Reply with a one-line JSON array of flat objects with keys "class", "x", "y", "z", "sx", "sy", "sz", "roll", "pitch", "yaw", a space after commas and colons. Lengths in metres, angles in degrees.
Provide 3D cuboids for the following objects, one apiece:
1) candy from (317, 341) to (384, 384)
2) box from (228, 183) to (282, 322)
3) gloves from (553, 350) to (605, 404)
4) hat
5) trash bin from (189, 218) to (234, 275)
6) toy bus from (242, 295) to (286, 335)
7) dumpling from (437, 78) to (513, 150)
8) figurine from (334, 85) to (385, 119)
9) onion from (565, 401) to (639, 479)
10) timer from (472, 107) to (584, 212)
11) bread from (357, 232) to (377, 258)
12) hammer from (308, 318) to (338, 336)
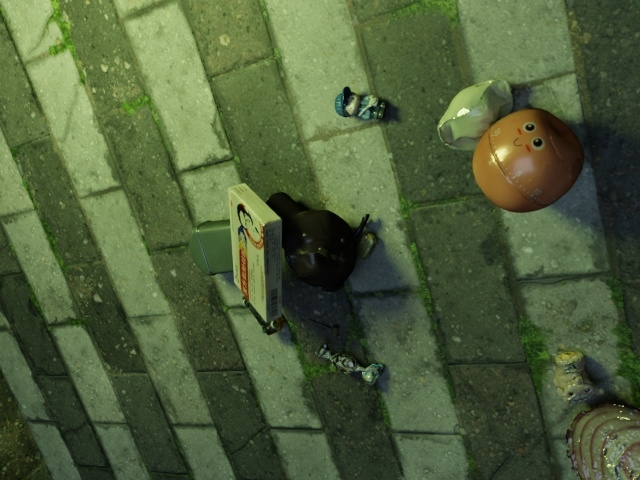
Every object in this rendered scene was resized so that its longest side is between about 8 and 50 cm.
[{"class": "candy", "x": 0.094, "y": 0.392, "z": 1.911, "sx": 0.226, "sy": 0.051, "sz": 0.094, "roll": 15, "pitch": 107, "yaw": 19}, {"class": "box", "x": -0.185, "y": 0.038, "z": 1.706, "sx": 0.214, "sy": 0.069, "sz": 0.353, "roll": 44, "pitch": 141, "yaw": 42}, {"class": "gloves", "x": 0.674, "y": 0.369, "z": 1.578, "sx": 0.110, "sy": 0.094, "sz": 0.144, "roll": -31, "pitch": 87, "yaw": 22}, {"class": "hat", "x": 0.004, "y": -0.030, "z": 1.673, "sx": 0.209, "sy": 0.238, "sz": 0.336, "roll": -37, "pitch": 81, "yaw": 36}, {"class": "trash bin", "x": -0.309, "y": 0.019, "z": 1.930, "sx": 0.236, "sy": 0.101, "sz": 0.177, "roll": -6, "pitch": 106, "yaw": 26}, {"class": "toy bus", "x": -0.187, "y": 0.232, "z": 1.969, "sx": 0.069, "sy": 0.074, "sz": 0.162, "roll": -27, "pitch": 99, "yaw": 41}, {"class": "dumpling", "x": 0.387, "y": -0.297, "z": 1.439, "sx": 0.181, "sy": 0.111, "sz": 0.155, "roll": -15, "pitch": 134, "yaw": 38}, {"class": "figurine", "x": 0.105, "y": -0.360, "z": 1.582, "sx": 0.136, "sy": 0.079, "sz": 0.077, "roll": 13, "pitch": 95, "yaw": -1}, {"class": "onion", "x": 0.816, "y": 0.544, "z": 1.560, "sx": 0.280, "sy": 0.146, "sz": 0.314, "roll": 41, "pitch": 127, "yaw": 36}, {"class": "timer", "x": 0.473, "y": -0.184, "z": 1.361, "sx": 0.230, "sy": 0.229, "sz": 0.215, "roll": 49, "pitch": 125, "yaw": 1}, {"class": "bread", "x": 0.134, "y": 0.014, "z": 1.735, "sx": 0.049, "sy": 0.033, "sz": 0.088, "roll": 31, "pitch": 120, "yaw": 14}, {"class": "hammer", "x": 0.007, "y": 0.278, "z": 1.923, "sx": 0.110, "sy": 0.019, "sz": 0.036, "roll": 19, "pitch": 118, "yaw": 22}]
